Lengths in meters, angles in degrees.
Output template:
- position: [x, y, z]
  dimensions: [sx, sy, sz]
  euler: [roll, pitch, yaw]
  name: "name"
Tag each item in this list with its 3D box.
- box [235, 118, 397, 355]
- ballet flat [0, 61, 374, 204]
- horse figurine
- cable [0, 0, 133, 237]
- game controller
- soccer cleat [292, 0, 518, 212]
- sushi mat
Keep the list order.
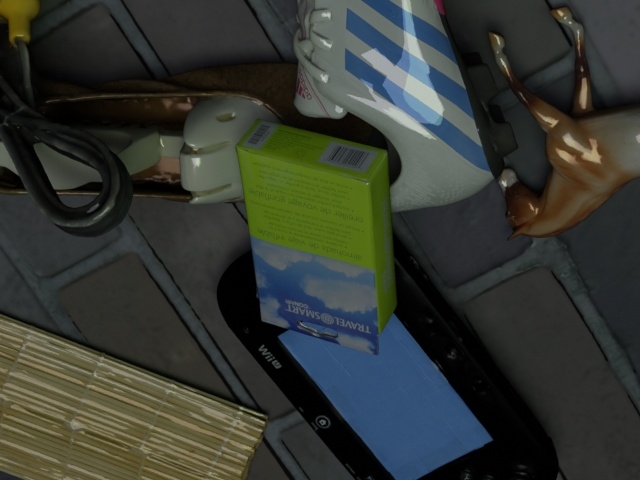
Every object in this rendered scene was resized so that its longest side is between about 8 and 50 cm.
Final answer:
- position: [0.000, 0.000, 1.033]
  dimensions: [0.109, 0.042, 0.178]
  euler: [16, 137, 21]
  name: "box"
- position: [-0.132, -0.075, 1.072]
  dimensions: [0.342, 0.124, 0.116]
  euler: [2, 112, 5]
  name: "ballet flat"
- position: [0.246, -0.103, 1.049]
  dimensions: [0.263, 0.066, 0.174]
  euler: [-14, 102, 15]
  name: "horse figurine"
- position: [-0.238, -0.108, 1.012]
  dimensions: [0.139, 0.287, 0.072]
  euler: [-29, 144, 2]
  name: "cable"
- position: [0.057, 0.117, 1.159]
  dimensions: [0.166, 0.067, 0.319]
  euler: [-34, 104, 18]
  name: "game controller"
- position: [0.027, -0.171, 1.001]
  dimensions: [0.143, 0.116, 0.331]
  euler: [-22, 102, 5]
  name: "soccer cleat"
- position: [-0.214, 0.163, 1.234]
  dimensions: [0.317, 0.019, 0.151]
  euler: [21, 114, -2]
  name: "sushi mat"
